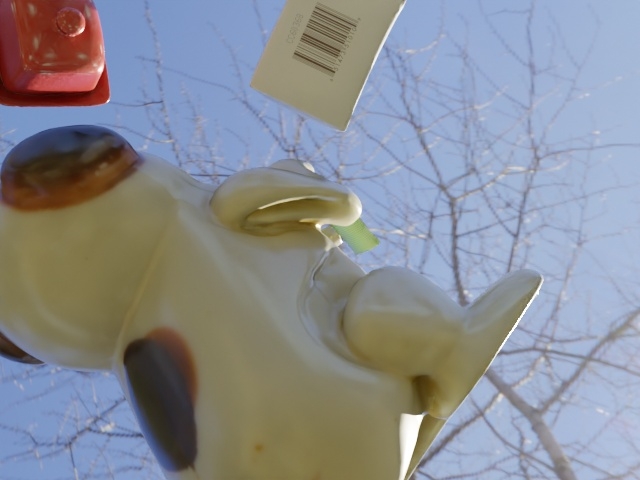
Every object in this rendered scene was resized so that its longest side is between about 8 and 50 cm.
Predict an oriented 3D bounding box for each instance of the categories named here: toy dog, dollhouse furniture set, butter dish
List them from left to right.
[{"bbox_3d":[-0.330,-0.256,1.119,0.160,0.118,0.160,-7,-95,-36],"label":"butter dish"},{"bbox_3d":[-0.099,0.082,0.735,0.408,0.285,0.395,34,-136,13],"label":"toy dog"},{"bbox_3d":[0.000,0.000,1.001,0.058,0.151,0.076,-34,-89,-20],"label":"dollhouse furniture set"}]

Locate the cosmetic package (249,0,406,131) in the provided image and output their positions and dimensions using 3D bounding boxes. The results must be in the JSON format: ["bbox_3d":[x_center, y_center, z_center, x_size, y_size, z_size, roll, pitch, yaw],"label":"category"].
[{"bbox_3d":[0.009,-0.294,1.399,0.156,0.385,0.217,25,-82,-2],"label":"cosmetic package"}]
